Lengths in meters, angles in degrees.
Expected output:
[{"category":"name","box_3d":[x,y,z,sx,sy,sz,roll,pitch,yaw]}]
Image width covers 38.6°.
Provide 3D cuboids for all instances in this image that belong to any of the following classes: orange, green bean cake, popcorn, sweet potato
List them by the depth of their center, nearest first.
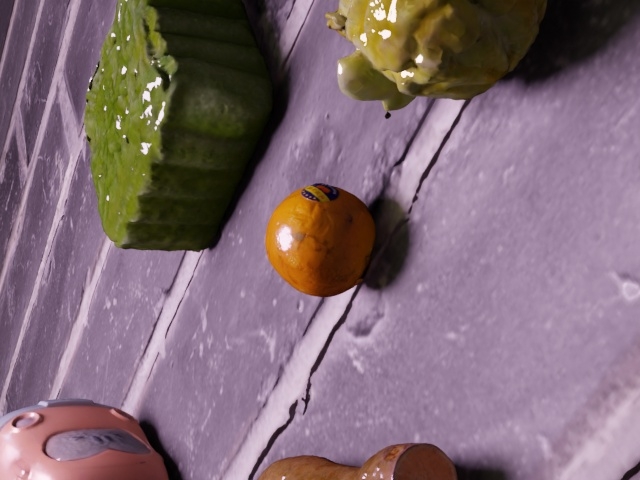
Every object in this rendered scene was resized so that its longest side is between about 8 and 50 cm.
[{"category":"popcorn","box_3d":[0.063,-0.145,0.522,0.162,0.141,0.135,-26,24,27]},{"category":"sweet potato","box_3d":[0.005,0.182,0.645,0.067,0.059,0.281,56,149,-2]},{"category":"orange","box_3d":[0.000,0.001,0.661,0.083,0.083,0.083,-17,70,59]},{"category":"green bean cake","box_3d":[-0.151,-0.134,0.907,0.248,0.125,0.222,-56,39,40]}]

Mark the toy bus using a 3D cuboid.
[{"category":"toy bus","box_3d":[-0.260,0.321,0.965,0.232,0.194,0.287,5,89,53]}]
